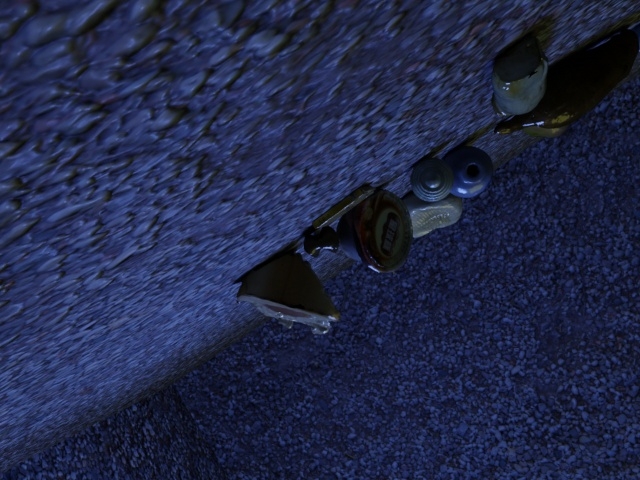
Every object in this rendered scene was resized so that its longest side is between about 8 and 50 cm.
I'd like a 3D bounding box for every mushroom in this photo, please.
[{"bbox_3d":[0.353,-0.277,1.274,0.100,0.081,0.312,-40,171,11],"label":"mushroom"}]

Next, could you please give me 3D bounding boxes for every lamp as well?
[{"bbox_3d":[0.272,-0.153,1.783,0.106,0.106,0.193,-34,-176,7],"label":"lamp"}]

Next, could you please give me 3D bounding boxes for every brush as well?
[{"bbox_3d":[0.000,0.000,1.796,0.084,0.071,0.301,-17,-178,0],"label":"brush"}]

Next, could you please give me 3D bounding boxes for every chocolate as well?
[{"bbox_3d":[0.108,-0.018,1.755,0.147,0.221,0.221,-4,-164,42],"label":"chocolate"}]

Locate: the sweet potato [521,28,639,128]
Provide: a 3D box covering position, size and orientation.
[{"bbox_3d":[0.622,-0.382,1.656,0.422,0.130,0.130,-39,176,-19],"label":"sweet potato"}]

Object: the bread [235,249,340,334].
[{"bbox_3d":[-0.095,0.151,1.795,0.211,0.224,0.183,-23,166,-13],"label":"bread"}]

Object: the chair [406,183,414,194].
[{"bbox_3d":[0.275,-0.159,1.996,0.042,0.037,0.086,-42,-177,-31],"label":"chair"}]

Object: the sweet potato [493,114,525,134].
[{"bbox_3d":[0.558,-0.335,1.999,0.182,0.053,0.054,-29,-148,-8],"label":"sweet potato"}]

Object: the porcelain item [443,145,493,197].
[{"bbox_3d":[0.390,-0.186,1.976,0.141,0.141,0.259,-33,-177,0],"label":"porcelain item"}]

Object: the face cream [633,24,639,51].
[{"bbox_3d":[0.886,-0.559,1.756,0.250,0.077,0.077,-38,172,39],"label":"face cream"}]

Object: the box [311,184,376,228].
[{"bbox_3d":[0.052,-0.075,1.600,0.149,0.020,0.073,-35,172,24],"label":"box"}]

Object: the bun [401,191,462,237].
[{"bbox_3d":[0.347,-0.111,2.306,0.229,0.145,0.229,-4,151,-2],"label":"bun"}]

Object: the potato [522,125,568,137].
[{"bbox_3d":[0.674,-0.358,2.120,0.182,0.117,0.202,-31,175,14],"label":"potato"}]
